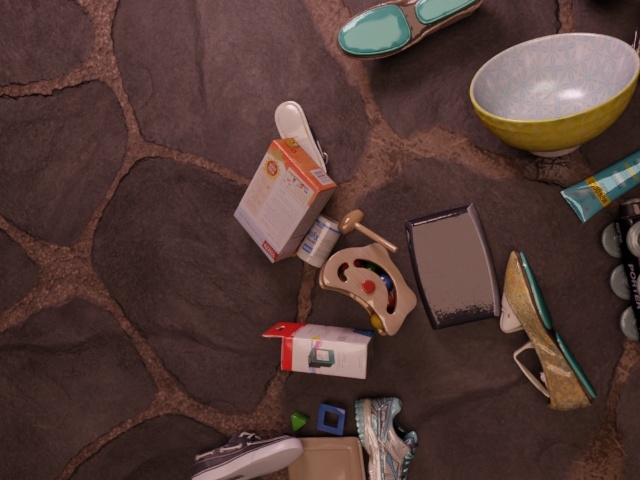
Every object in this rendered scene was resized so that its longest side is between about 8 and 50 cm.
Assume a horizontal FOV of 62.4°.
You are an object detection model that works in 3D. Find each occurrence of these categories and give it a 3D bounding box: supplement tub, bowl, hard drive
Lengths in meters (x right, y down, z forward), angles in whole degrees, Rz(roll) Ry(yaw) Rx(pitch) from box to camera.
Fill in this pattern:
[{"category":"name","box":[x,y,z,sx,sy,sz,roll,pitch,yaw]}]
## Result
[{"category":"supplement tub","box":[0.000,0.000,1.197,0.071,0.071,0.107,30,98,9]},{"category":"bowl","box":[0.447,-0.257,1.024,0.290,0.289,0.156,-14,133,13]},{"category":"hard drive","box":[0.288,0.060,1.146,0.172,0.054,0.254,-14,90,13]}]

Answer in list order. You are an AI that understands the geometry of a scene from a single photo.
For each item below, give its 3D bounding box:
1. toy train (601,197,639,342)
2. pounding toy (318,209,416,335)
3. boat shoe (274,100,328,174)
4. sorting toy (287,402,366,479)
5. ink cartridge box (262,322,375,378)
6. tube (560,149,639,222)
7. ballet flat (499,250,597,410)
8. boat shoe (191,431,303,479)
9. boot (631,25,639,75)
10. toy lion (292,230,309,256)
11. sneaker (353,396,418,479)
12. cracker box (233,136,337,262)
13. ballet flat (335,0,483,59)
[{"category":"toy train","box":[0.683,0.073,1.026,0.191,0.142,0.333,-12,89,1]},{"category":"pounding toy","box":[0.091,0.080,1.119,0.154,0.155,0.269,-32,86,-12]},{"category":"boat shoe","box":[-0.037,-0.185,1.191,0.095,0.079,0.254,-22,86,15]},{"category":"sorting toy","box":[0.017,0.549,1.239,0.196,0.047,0.347,-7,89,19]},{"category":"ink cartridge box","box":[-0.002,0.240,1.179,0.231,0.134,0.077,3,94,13]},{"category":"tube","box":[0.604,-0.125,1.073,0.207,0.052,0.080,-35,79,18]},{"category":"ballet flat","box":[0.441,0.195,1.094,0.123,0.123,0.348,-27,89,13]},{"category":"boat shoe","box":[-0.179,0.504,1.251,0.301,0.108,0.102,-29,48,19]},{"category":"boot","box":[0.697,-0.305,1.017,0.223,0.118,0.337,15,85,14]},{"category":"toy lion","box":[-0.078,-0.014,1.236,0.100,0.034,0.096,44,109,7]},{"category":"sneaker","box":[0.163,0.484,1.173,0.122,0.110,0.282,-16,90,9]},{"category":"cracker box","box":[-0.082,-0.084,1.147,0.155,0.067,0.232,49,129,17]},{"category":"ballet flat","box":[0.189,-0.456,1.111,0.316,0.106,0.107,-16,97,13]}]
